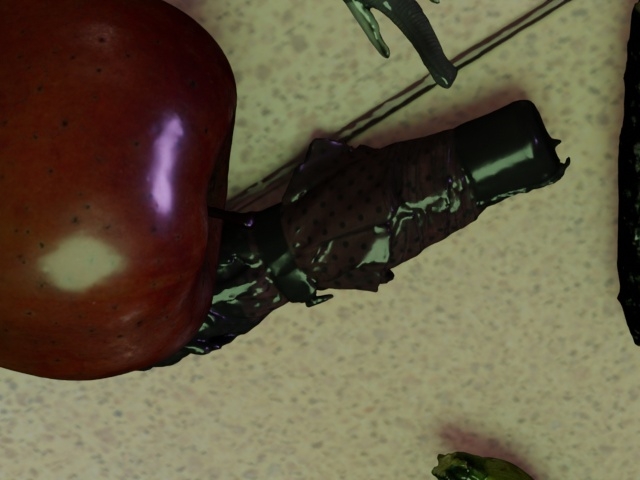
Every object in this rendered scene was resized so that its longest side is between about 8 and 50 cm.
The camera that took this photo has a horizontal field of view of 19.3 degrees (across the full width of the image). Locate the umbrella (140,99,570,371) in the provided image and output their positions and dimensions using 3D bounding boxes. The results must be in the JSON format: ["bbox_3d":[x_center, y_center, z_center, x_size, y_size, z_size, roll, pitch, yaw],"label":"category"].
[{"bbox_3d":[0.000,0.000,1.185,0.326,0.094,0.090,-23,140,15],"label":"umbrella"}]

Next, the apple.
[{"bbox_3d":[-0.149,-0.030,1.076,0.234,0.234,0.234,-2,128,-2],"label":"apple"}]

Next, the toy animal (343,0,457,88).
[{"bbox_3d":[-0.030,-0.193,1.008,0.269,0.137,0.082,39,114,-19],"label":"toy animal"}]

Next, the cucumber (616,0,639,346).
[{"bbox_3d":[0.223,-0.027,1.187,0.072,0.072,0.300,-4,127,0],"label":"cucumber"}]

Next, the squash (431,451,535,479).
[{"bbox_3d":[0.157,0.228,1.383,0.066,0.066,0.252,-22,126,13],"label":"squash"}]
